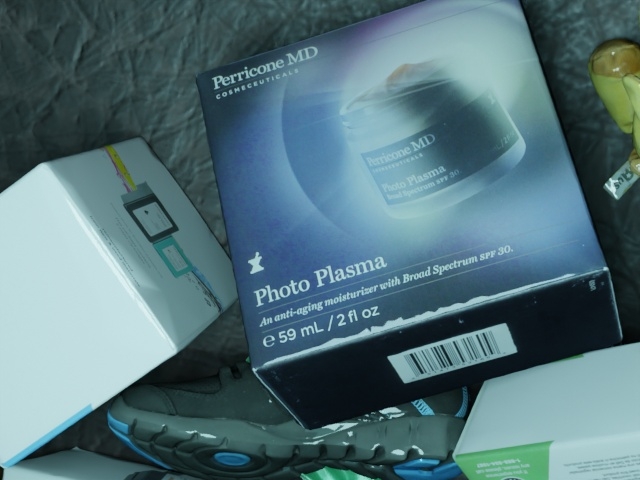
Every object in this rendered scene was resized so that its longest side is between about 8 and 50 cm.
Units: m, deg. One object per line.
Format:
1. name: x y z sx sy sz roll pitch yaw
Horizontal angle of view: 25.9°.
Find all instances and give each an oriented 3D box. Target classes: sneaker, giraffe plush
1. sneaker: -0.028 0.153 1.315 0.341 0.125 0.139 3 64 -2
2. giraffe plush: 0.319 -0.114 1.224 0.181 0.170 0.210 25 103 4

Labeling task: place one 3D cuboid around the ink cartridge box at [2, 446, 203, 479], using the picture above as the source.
1. ink cartridge box: -0.163 0.346 1.352 0.307 0.129 0.223 8 93 25

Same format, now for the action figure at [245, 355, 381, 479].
1. action figure: 0.009 0.200 1.386 0.232 0.063 0.137 44 102 4

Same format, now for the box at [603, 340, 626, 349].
1. box: 0.263 0.188 1.360 0.162 0.029 0.116 -38 93 12

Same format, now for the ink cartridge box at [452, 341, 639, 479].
1. ink cartridge box: 0.284 0.234 1.241 0.201 0.117 0.278 -16 122 40

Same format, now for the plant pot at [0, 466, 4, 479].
1. plant pot: -0.409 0.336 1.411 0.237 0.237 0.254 26 90 4

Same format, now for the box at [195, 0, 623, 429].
1. box: 0.072 -0.031 1.205 0.296 0.183 0.294 -17 62 8

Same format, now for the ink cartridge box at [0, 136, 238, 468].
1. ink cartridge box: -0.225 0.045 1.291 0.198 0.270 0.197 -35 92 13
